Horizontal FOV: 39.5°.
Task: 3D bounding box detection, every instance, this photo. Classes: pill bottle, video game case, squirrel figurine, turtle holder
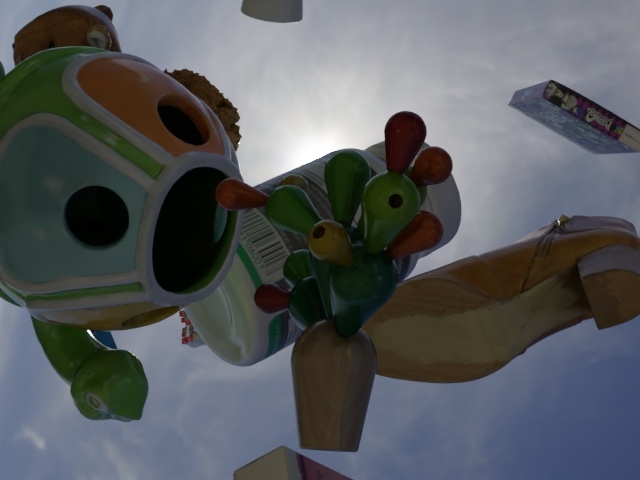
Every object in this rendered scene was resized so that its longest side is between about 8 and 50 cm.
[{"bbox_3d":[0.000,0.000,1.171,0.204,0.361,0.204,38,-39,38],"label":"pill bottle"},{"bbox_3d":[0.481,-0.229,1.685,0.042,0.210,0.232,-62,-174,2],"label":"video game case"},{"bbox_3d":[-0.328,-0.195,1.464,0.281,0.397,0.370,-106,-162,-68],"label":"squirrel figurine"},{"bbox_3d":[-0.205,-0.010,0.812,0.227,0.243,0.320,21,-100,33],"label":"turtle holder"}]

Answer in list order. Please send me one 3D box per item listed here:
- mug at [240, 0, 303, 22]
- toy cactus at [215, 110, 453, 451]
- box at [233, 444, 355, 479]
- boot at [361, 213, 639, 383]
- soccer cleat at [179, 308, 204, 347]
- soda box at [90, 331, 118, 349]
[{"bbox_3d":[-0.046,-0.255,0.875,0.078,0.062,0.064,-121,-146,-56],"label":"mug"},{"bbox_3d":[0.003,0.029,0.516,0.219,0.112,0.180,154,-57,-62],"label":"toy cactus"},{"bbox_3d":[-0.033,0.495,1.628,0.127,0.232,0.148,-33,-135,21],"label":"box"},{"bbox_3d":[0.178,0.049,0.891,0.295,0.211,0.104,-13,-80,15],"label":"boot"},{"bbox_3d":[-0.181,0.137,1.417,0.196,0.076,0.068,172,-87,-75],"label":"soccer cleat"},{"bbox_3d":[-0.329,0.073,1.134,0.067,0.210,0.071,-32,-137,-24],"label":"soda box"}]
